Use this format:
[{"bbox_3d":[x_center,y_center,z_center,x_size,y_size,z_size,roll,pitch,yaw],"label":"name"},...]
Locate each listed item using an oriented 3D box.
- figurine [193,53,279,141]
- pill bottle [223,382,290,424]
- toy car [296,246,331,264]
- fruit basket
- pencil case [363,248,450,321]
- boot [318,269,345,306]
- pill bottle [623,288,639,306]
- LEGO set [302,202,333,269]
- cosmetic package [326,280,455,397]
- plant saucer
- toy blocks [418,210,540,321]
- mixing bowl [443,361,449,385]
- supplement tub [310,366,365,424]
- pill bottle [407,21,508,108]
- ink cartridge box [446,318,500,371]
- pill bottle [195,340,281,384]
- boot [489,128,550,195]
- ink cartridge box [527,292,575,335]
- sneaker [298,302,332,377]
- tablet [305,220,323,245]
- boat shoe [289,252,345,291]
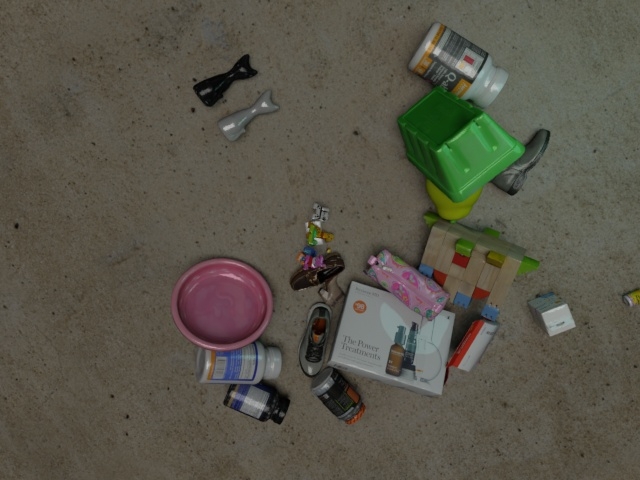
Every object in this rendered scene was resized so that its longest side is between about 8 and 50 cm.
[{"bbox_3d":[-0.265,-0.461,1.646,0.209,0.092,0.214,-33,99,3],"label":"figurine"},{"bbox_3d":[-0.226,0.572,1.818,0.219,0.123,0.122,25,100,-4],"label":"pill bottle"},{"bbox_3d":[-0.025,0.047,1.754,0.122,0.040,0.060,-36,98,8],"label":"toy car"},{"bbox_3d":[0.423,-0.238,1.551,0.283,0.392,0.392,-39,97,9],"label":"fruit basket"},{"bbox_3d":[0.285,0.143,1.680,0.284,0.124,0.124,38,100,17],"label":"pencil case"},{"bbox_3d":[0.051,0.173,1.780,0.087,0.042,0.118,38,97,-13],"label":"boot"},{"bbox_3d":[1.095,0.194,1.750,0.083,0.043,0.043,-26,99,6],"label":"pill bottle"},{"bbox_3d":[0.000,0.000,1.707,0.093,0.087,0.227,11,77,-10],"label":"LEGO set"},{"bbox_3d":[0.240,0.330,1.705,0.377,0.097,0.284,17,64,-2],"label":"cosmetic package"},{"bbox_3d":[-0.328,0.219,1.697,0.332,0.332,0.084,20,144,-2],"label":"plant saucer"},{"bbox_3d":[0.480,0.099,1.669,0.382,0.191,0.260,24,124,20],"label":"toy blocks"},{"bbox_3d":[0.346,0.451,1.775,0.182,0.098,0.181,3,67,-7],"label":"mixing bowl"},{"bbox_3d":[0.065,0.556,1.810,0.117,0.117,0.190,-40,97,8],"label":"supplement tub"},{"bbox_3d":[0.425,-0.535,1.571,0.278,0.162,0.162,31,100,-4],"label":"pill bottle"},{"bbox_3d":[0.518,0.355,1.708,0.066,0.232,0.189,32,101,24],"label":"ink cartridge box"},{"bbox_3d":[-0.279,0.416,1.745,0.272,0.152,0.152,9,102,-26],"label":"pill bottle"},{"bbox_3d":[0.622,-0.282,1.658,0.161,0.083,0.246,30,99,2],"label":"boot"},{"bbox_3d":[0.784,0.251,1.718,0.092,0.143,0.089,-24,99,6],"label":"ink cartridge box"},{"bbox_3d":[-0.022,0.358,1.780,0.100,0.108,0.271,9,102,-2],"label":"sneaker"},{"bbox_3d":[-0.022,-0.024,1.758,0.054,0.006,0.083,-7,101,3],"label":"tablet"},{"bbox_3d":[-0.012,0.118,1.742,0.207,0.073,0.073,-32,132,9],"label":"boat shoe"}]
